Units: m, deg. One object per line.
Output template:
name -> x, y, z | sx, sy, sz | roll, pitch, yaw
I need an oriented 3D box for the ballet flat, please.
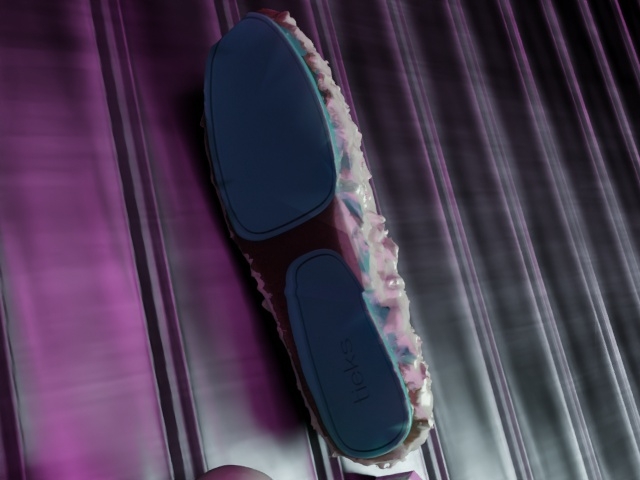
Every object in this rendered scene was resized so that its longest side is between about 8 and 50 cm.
ballet flat -> 0.000, 0.000, 0.609 | 0.147, 0.147, 0.408 | -13, 84, -40

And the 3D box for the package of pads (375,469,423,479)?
package of pads -> 0.088, 0.251, 0.609 | 0.083, 0.050, 0.032 | 51, 45, -11

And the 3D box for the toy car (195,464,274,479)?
toy car -> -0.030, 0.249, 0.433 | 0.182, 0.136, 0.159 | 69, 30, -49
